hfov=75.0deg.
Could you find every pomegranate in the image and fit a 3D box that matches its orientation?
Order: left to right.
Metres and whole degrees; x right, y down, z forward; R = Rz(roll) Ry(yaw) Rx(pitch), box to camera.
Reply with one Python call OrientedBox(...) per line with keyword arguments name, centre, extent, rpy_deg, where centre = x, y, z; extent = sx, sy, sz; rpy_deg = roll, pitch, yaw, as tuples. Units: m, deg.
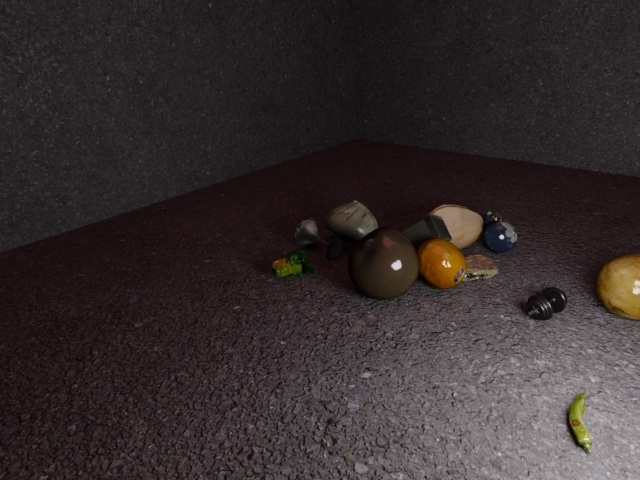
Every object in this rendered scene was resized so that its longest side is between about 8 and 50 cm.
OrientedBox(name="pomegranate", centre=(1.127, 0.160, 1.479), extent=(0.261, 0.260, 0.260), rpy_deg=(-3, 26, 2))

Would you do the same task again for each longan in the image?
OrientedBox(name="longan", centre=(0.254, 0.093, 1.676), extent=(0.298, 0.297, 0.297), rpy_deg=(-3, 26, 2))

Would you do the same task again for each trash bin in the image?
OrientedBox(name="trash bin", centre=(0.445, -0.008, 1.891), extent=(0.241, 0.122, 0.164), rpy_deg=(-30, -18, 32))

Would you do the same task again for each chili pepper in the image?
OrientedBox(name="chili pepper", centre=(0.694, 0.472, 1.120), extent=(0.049, 0.043, 0.208), rpy_deg=(-4, 22, 30))

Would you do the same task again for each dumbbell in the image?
OrientedBox(name="dumbbell", centre=(0.829, 0.231, 1.528), extent=(0.209, 0.099, 0.099), rpy_deg=(-19, 30, -26))

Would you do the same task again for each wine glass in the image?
OrientedBox(name="wine glass", centre=(0.000, 0.000, 2.077), extent=(0.156, 0.156, 0.232), rpy_deg=(-23, 36, -34))

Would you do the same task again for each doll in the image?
OrientedBox(name="doll", centre=(-0.130, 0.113, 1.894), extent=(0.187, 0.106, 0.134), rpy_deg=(-9, 38, -10))

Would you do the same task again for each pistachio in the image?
OrientedBox(name="pistachio", centre=(0.630, -0.070, 2.028), extent=(0.309, 0.229, 0.230), rpy_deg=(-9, 26, -14))

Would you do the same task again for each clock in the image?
OrientedBox(name="clock", centre=(0.862, -0.035, 2.015), extent=(0.199, 0.146, 0.243), rpy_deg=(42, 26, -4))

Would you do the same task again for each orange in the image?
OrientedBox(name="orange", centre=(0.491, 0.094, 1.715), extent=(0.219, 0.193, 0.219), rpy_deg=(28, -6, 3))

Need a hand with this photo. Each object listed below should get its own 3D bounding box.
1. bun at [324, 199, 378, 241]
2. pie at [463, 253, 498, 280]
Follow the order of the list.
OrientedBox(name="bun", centre=(0.177, -0.106, 2.130), extent=(0.293, 0.187, 0.293), rpy_deg=(19, 13, -4))
OrientedBox(name="pie", centre=(0.668, 0.111, 1.849), extent=(0.218, 0.052, 0.185), rpy_deg=(-7, 28, -2))
